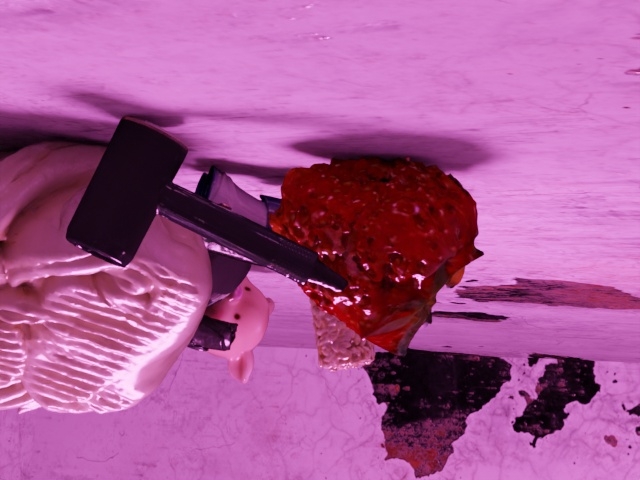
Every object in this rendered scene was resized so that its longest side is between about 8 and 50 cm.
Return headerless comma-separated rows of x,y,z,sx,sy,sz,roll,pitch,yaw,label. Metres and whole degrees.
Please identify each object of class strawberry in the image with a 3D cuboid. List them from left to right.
0.048,-0.002,1.503,0.201,0.184,0.187,32,169,3,strawberry

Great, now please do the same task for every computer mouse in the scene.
-0.236,0.049,2.244,0.269,0.100,0.170,6,170,-7,computer mouse

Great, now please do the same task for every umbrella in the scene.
-0.240,0.124,2.291,0.235,0.059,0.066,8,173,5,umbrella

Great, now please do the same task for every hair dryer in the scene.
-0.097,0.000,1.416,0.255,0.128,0.070,28,171,0,hair dryer

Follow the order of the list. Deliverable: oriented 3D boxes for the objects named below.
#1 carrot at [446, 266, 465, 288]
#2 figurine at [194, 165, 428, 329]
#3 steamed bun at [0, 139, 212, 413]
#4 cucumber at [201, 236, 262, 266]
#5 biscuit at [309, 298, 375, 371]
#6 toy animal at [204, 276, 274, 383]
0.075,0.019,1.943,0.225,0.067,0.067,9,171,-29,carrot
0.001,-0.003,1.653,0.274,0.133,0.193,26,159,-36,figurine
-0.301,0.016,1.629,0.394,0.237,0.347,-18,138,14,steamed bun
-0.158,-0.013,1.923,0.284,0.056,0.056,16,167,-31,cucumber
0.028,0.099,2.179,0.082,0.169,0.070,-12,166,27,biscuit
-0.202,0.103,2.403,0.248,0.165,0.149,18,153,5,toy animal
